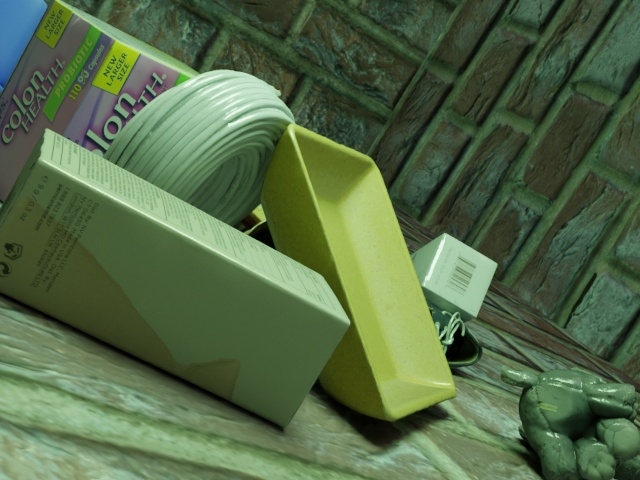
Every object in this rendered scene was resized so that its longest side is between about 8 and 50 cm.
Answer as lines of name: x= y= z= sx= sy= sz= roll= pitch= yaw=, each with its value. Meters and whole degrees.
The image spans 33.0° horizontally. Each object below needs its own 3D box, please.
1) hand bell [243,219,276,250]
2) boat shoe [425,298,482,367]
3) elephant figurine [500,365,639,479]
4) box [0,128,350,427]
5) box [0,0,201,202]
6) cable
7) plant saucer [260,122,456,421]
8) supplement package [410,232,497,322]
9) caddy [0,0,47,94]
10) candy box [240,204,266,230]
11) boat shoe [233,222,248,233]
hand bell: x=-0.105 y=0.009 z=1.444 sx=0.126 sy=0.126 sz=0.242 roll=27 pitch=-2 yaw=-30
boat shoe: x=0.169 y=0.144 z=1.612 sx=0.079 sy=0.095 sz=0.254 roll=23 pitch=-7 yaw=32
elephant figurine: x=0.351 y=0.261 z=1.469 sx=0.169 sy=0.186 sz=0.239 roll=-10 pitch=-15 yaw=12
box: x=-0.141 y=0.033 z=0.986 sx=0.311 sy=0.121 sz=0.148 roll=29 pitch=8 yaw=-17
box: x=-0.241 y=-0.124 z=1.242 sx=0.117 sy=0.214 sz=0.243 roll=36 pitch=9 yaw=32
cable: x=-0.140 y=-0.071 z=1.182 sx=0.089 sy=0.257 sz=0.257 roll=44 pitch=9 yaw=15
plant saucer: x=0.039 y=0.050 z=1.277 sx=0.332 sy=0.081 sz=0.333 roll=11 pitch=59 yaw=-71
supplement package: x=0.189 y=0.078 z=1.766 sx=0.105 sy=0.105 sz=0.179 roll=29 pitch=-24 yaw=-9
caddy: x=-0.493 y=-0.269 z=1.353 sx=0.341 sy=0.179 sz=0.241 roll=32 pitch=-14 yaw=5
candy box: x=-0.117 y=-0.077 z=1.520 sx=0.186 sy=0.053 sz=0.109 roll=42 pitch=-14 yaw=20
boat shoe: x=-0.133 y=-0.074 z=1.729 sx=0.096 sy=0.117 sz=0.324 roll=24 pitch=4 yaw=-25
